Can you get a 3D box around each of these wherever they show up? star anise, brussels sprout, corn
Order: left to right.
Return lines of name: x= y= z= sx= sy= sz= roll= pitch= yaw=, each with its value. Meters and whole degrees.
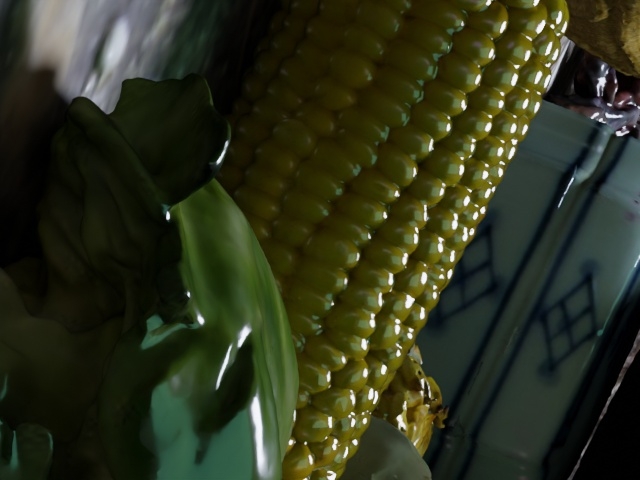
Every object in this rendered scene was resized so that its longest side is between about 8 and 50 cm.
brussels sprout: x=-0.052 y=0.043 z=0.471 sx=0.139 sy=0.100 sz=0.181 roll=-76 pitch=160 yaw=-47
corn: x=0.000 y=0.000 z=0.594 sx=0.310 sy=0.101 sz=0.101 roll=-66 pitch=169 yaw=1
star anise: x=0.253 y=-0.104 z=1.493 sx=0.283 sy=0.129 sz=0.212 roll=-19 pitch=116 yaw=-80

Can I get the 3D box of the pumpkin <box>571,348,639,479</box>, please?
pumpkin: x=0.299 y=0.191 z=1.154 sx=0.363 sy=0.266 sz=0.363 roll=-54 pitch=164 yaw=-24

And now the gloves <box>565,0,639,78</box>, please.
gloves: x=0.215 y=-0.193 z=1.012 sx=0.356 sy=0.155 sz=0.203 roll=18 pitch=91 yaw=-63

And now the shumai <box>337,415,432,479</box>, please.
shumai: x=-0.007 y=0.185 z=0.732 sx=0.218 sy=0.189 sz=0.256 roll=-61 pitch=169 yaw=-14

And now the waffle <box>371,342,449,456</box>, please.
waffle: x=0.007 y=0.142 z=0.929 sx=0.197 sy=0.070 sz=0.193 roll=-66 pitch=169 yaw=-3

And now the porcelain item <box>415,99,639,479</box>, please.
porcelain item: x=0.138 y=0.060 z=1.211 sx=0.281 sy=0.157 sz=0.286 roll=-62 pitch=168 yaw=-7
